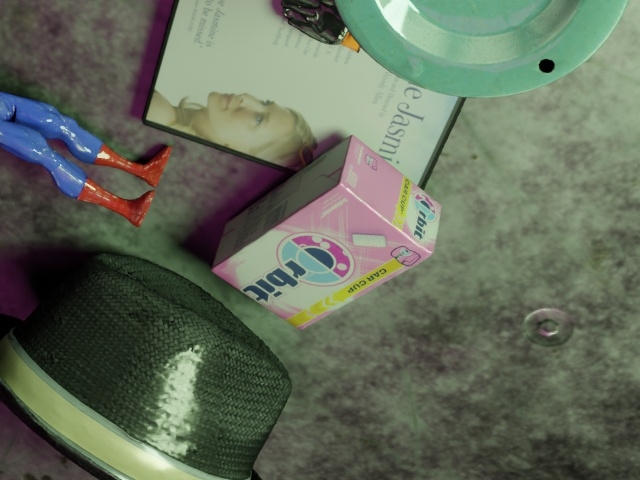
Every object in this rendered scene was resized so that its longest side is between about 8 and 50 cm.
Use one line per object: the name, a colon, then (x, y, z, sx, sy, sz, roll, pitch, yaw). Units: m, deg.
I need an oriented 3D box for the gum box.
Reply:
gum box: (0.000, 0.000, 1.177, 0.107, 0.062, 0.188, 37, 134, -23)

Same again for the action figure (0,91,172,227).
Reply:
action figure: (-0.256, -0.126, 1.127, 0.280, 0.091, 0.139, 22, 135, -9)

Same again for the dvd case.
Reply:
dvd case: (-0.010, -0.130, 1.123, 0.253, 0.022, 0.180, 18, 128, -5)

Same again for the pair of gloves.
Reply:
pair of gloves: (0.013, -0.196, 1.053, 0.074, 0.010, 0.083, 22, 99, -6)

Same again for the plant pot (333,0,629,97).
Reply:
plant pot: (0.106, -0.231, 0.874, 0.272, 0.255, 0.271, 5, 129, 6)

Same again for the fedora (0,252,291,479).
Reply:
fedora: (-0.147, 0.120, 1.228, 0.334, 0.334, 0.152, 33, 96, -15)
